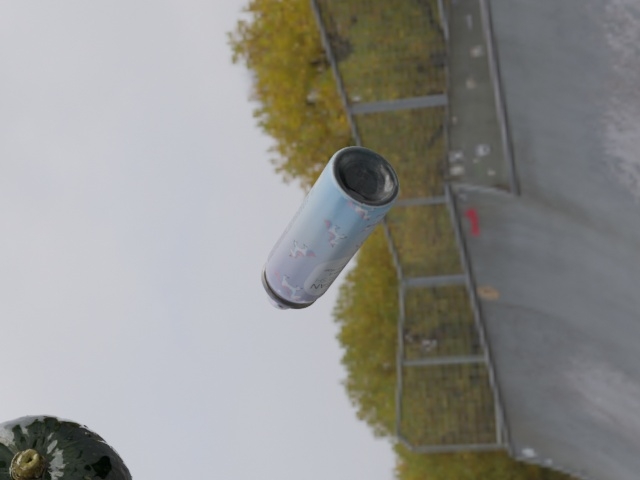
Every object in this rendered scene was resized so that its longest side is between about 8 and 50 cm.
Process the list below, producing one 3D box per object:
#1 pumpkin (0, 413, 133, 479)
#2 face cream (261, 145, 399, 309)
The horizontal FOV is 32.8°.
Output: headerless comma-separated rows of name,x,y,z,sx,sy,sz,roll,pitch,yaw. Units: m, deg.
pumpkin,-0.261,0.246,0.982,0.146,0.190,0.190,89,-175,-56
face cream,0.000,0.000,1.103,0.229,0.075,0.075,125,156,-50
